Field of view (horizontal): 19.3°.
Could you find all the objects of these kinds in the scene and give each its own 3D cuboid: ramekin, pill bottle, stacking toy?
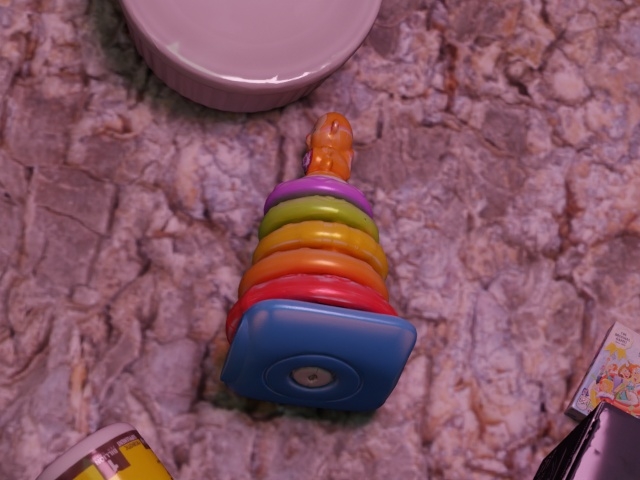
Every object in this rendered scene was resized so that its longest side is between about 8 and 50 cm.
[{"bbox_3d":[-0.076,-0.253,1.871,0.273,0.127,0.273,3,70,-8],"label":"ramekin"},{"bbox_3d":[-0.156,0.276,1.670,0.117,0.117,0.215,-35,79,-19],"label":"pill bottle"},{"bbox_3d":[0.000,0.000,1.792,0.166,0.175,0.302,9,58,-9],"label":"stacking toy"}]

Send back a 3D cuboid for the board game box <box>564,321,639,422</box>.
[{"bbox_3d":[0.330,0.162,1.837,0.154,0.026,0.103,30,68,3],"label":"board game box"}]

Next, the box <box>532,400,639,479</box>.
[{"bbox_3d":[0.241,0.257,1.692,0.108,0.207,0.153,29,68,2],"label":"box"}]
